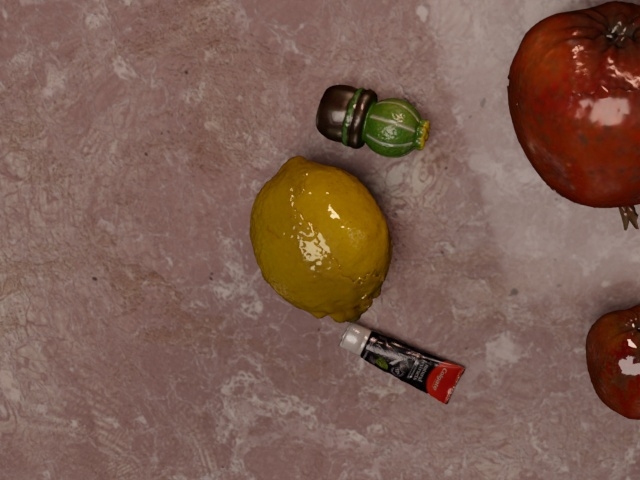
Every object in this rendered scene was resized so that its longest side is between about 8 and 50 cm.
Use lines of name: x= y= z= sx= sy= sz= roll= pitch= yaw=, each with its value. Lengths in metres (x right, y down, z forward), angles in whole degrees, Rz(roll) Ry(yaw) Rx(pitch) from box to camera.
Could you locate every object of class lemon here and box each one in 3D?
lemon: x=0.000 y=0.000 z=1.758 sx=0.204 sy=0.204 sz=0.260 roll=-24 pitch=88 yaw=24

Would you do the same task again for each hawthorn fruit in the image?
hawthorn fruit: x=0.384 y=-0.149 z=1.557 sx=0.276 sy=0.276 sz=0.307 roll=1 pitch=118 yaw=19
hawthorn fruit: x=0.455 y=0.195 z=1.695 sx=0.163 sy=0.162 sz=0.203 roll=10 pitch=126 yaw=17

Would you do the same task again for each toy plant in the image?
toy plant: x=0.079 y=-0.172 z=1.735 sx=0.162 sy=0.093 sz=0.092 roll=16 pitch=110 yaw=14

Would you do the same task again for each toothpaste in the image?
toothpaste: x=0.125 y=0.185 z=1.853 sx=0.193 sy=0.045 sz=0.071 roll=27 pitch=113 yaw=4
